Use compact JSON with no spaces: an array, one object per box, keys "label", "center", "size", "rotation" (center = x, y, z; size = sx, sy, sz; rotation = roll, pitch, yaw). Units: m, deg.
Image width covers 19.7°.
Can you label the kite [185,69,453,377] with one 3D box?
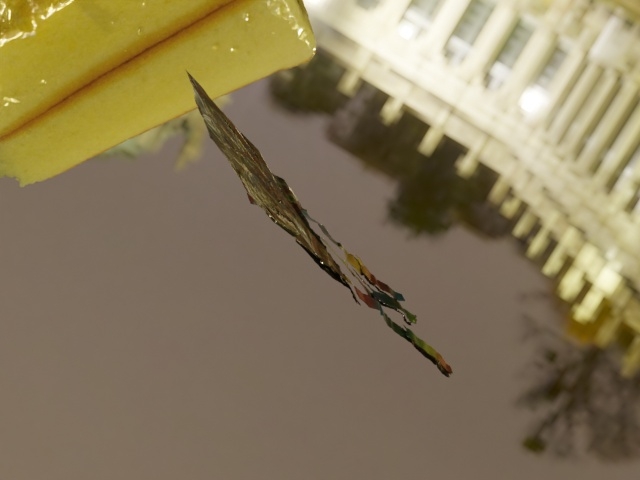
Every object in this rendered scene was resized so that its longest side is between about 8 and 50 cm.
[{"label":"kite","center":[0.000,0.000,1.272],"size":[0.285,0.015,0.152],"rotation":[43,-167,-40]}]

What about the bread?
[{"label":"bread","center":[-0.217,-0.243,1.867],"size":[0.233,0.362,0.245],"rotation":[57,-172,-49]}]
